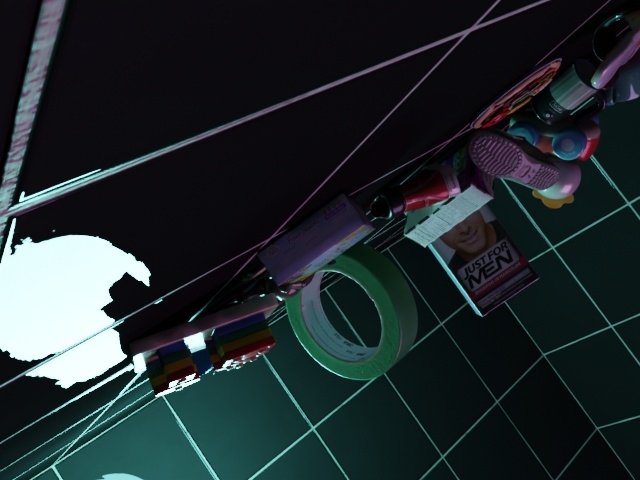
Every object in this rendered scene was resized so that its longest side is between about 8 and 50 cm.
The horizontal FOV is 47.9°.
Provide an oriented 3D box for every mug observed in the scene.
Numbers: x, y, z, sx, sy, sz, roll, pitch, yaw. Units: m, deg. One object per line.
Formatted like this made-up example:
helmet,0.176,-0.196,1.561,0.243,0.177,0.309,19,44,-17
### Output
mug,0.733,-0.406,1.751,0.130,0.097,0.157,-13,-145,15

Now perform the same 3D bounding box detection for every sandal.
sandal,0.518,-0.355,1.267,0.265,0.076,0.102,-39,160,-40

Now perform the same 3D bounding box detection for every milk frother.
milk frother,0.562,-0.343,1.609,0.135,0.129,0.143,-41,-146,49

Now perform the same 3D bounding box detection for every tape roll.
tape roll,0.065,0.160,1.652,0.077,0.321,0.321,-28,171,-46

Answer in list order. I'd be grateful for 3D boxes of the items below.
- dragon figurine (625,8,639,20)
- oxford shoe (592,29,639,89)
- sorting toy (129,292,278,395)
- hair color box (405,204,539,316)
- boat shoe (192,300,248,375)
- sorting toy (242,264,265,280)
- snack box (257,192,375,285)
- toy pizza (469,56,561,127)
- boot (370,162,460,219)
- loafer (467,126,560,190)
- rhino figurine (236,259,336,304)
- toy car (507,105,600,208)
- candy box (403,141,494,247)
dragon figurine,0.708,-0.425,1.431,0.289,0.144,0.085,-31,173,-36
oxford shoe,0.675,-0.420,1.675,0.212,0.076,0.076,-41,-163,-22
sorting toy,-0.207,0.202,1.316,0.257,0.089,0.255,-19,169,-18
hair color box,0.397,0.000,1.951,0.185,0.374,0.113,-35,175,3
boat shoe,-0.229,0.225,1.594,0.258,0.109,0.089,-36,178,33
sorting toy,-0.113,0.054,1.320,0.062,0.012,0.083,-32,179,23
snack box,0.000,0.000,1.238,0.175,0.070,0.207,-35,175,6
toy pizza,0.366,-0.266,1.339,0.201,0.032,0.201,-34,174,-4
boot,0.182,-0.095,1.518,0.176,0.088,0.244,-21,-179,1
loafer,0.417,-0.187,1.592,0.251,0.087,0.094,23,125,-29
rhino figurine,-0.056,0.068,1.434,0.243,0.073,0.106,-36,168,36
toy car,0.557,-0.189,1.760,0.219,0.210,0.237,-39,136,-54
candy box,0.297,-0.108,1.665,0.233,0.071,0.159,-39,-152,44
